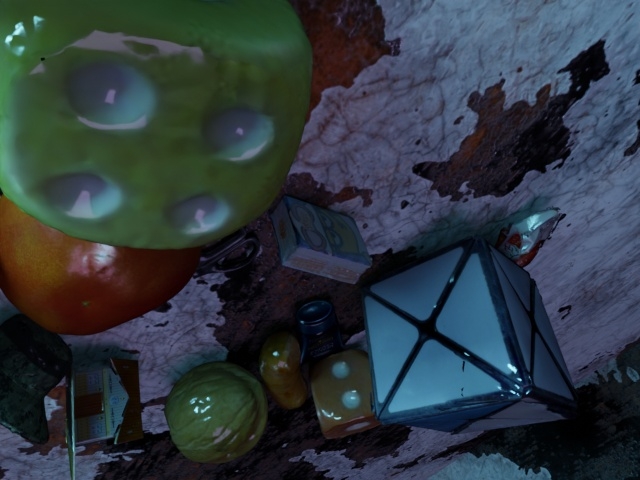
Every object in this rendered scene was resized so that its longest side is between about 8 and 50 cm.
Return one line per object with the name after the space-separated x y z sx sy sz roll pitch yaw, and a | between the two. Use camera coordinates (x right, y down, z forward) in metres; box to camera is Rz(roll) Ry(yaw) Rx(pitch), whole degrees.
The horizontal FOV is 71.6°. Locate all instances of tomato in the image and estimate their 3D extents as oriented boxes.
-0.292 0.012 0.577 0.259 0.180 0.260 -11 136 -11 | tomato

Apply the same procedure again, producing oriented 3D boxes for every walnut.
-0.226 0.378 0.993 0.227 0.228 0.228 -12 139 -11 | walnut

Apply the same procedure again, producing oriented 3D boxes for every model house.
-0.399 0.329 0.834 0.135 0.220 0.207 -1 156 -34 | model house

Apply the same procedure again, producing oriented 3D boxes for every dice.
0.069 0.394 1.146 0.174 0.180 0.174 -13 146 -2 | dice
-0.160 -0.143 0.428 0.238 0.227 0.233 4 137 -29 | dice

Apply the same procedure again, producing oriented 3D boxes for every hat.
-0.490 0.199 0.725 0.128 0.265 0.266 -49 147 -26 | hat

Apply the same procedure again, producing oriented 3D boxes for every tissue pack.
0.000 0.000 0.736 0.155 0.116 0.065 16 128 -34 | tissue pack

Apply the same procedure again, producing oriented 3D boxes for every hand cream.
-0.004 0.223 1.034 0.120 0.061 0.271 -19 148 -9 | hand cream

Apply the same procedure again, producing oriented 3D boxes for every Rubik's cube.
0.289 0.216 0.905 0.305 0.311 0.306 -29 141 33 | Rubik's cube

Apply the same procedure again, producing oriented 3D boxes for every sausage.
-0.088 0.304 1.043 0.108 0.109 0.271 -13 140 -9 | sausage

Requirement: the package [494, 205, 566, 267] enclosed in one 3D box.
0.426 0.023 0.988 0.193 0.071 0.270 -14 153 -4 | package

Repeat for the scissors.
-0.242 0.062 0.773 0.299 0.022 0.109 -30 135 12 | scissors
